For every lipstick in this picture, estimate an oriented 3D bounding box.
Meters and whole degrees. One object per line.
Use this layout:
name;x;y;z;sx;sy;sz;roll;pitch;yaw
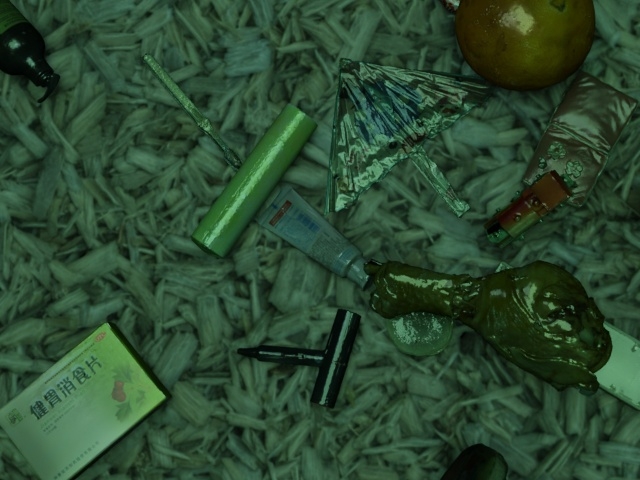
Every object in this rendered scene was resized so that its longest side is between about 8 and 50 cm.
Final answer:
lipstick;-0.118;-0.103;1.869;0.076;0.076;0.304;36;87;8

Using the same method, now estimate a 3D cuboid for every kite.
kite;0.149;-0.193;1.889;0.406;0.014;0.368;-38;81;-1

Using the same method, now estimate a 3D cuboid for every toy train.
toy train;0.350;-0.053;1.787;0.176;0.118;0.074;-39;83;22

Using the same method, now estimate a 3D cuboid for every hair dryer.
hair dryer;-0.042;0.184;1.844;0.195;0.050;0.173;17;82;10

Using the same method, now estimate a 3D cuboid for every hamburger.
hamburger;0.178;0.160;1.824;0.121;0.054;0.084;-16;80;-5

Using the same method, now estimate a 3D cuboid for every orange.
orange;0.349;-0.369;1.791;0.240;0.240;0.240;-1;83;4

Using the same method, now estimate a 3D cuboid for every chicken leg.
chicken leg;0.269;0.114;1.732;0.429;0.153;0.201;13;111;11

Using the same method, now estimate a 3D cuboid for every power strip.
power strip;0.436;0.168;1.806;0.367;0.043;0.106;31;86;8

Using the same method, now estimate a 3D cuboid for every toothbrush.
toothbrush;-0.234;-0.236;1.920;0.026;0.028;0.294;-40;77;-3

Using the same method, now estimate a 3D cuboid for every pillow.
pillow;0.456;-0.177;1.849;0.126;0.043;0.232;28;86;10

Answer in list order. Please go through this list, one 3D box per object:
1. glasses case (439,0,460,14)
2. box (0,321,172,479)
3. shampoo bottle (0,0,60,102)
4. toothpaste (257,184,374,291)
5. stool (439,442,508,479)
glasses case;0.220;-0.495;1.904;0.073;0.049;0.194;-28;82;2
box;-0.416;0.292;1.847;0.260;0.062;0.175;-40;82;-1
shampoo bottle;-0.581;-0.379;1.926;0.101;0.101;0.284;-44;82;-2
toothpaste;0.000;0.000;1.860;0.234;0.057;0.089;38;87;14
stool;0.264;0.503;1.649;0.226;0.310;0.310;32;87;4
